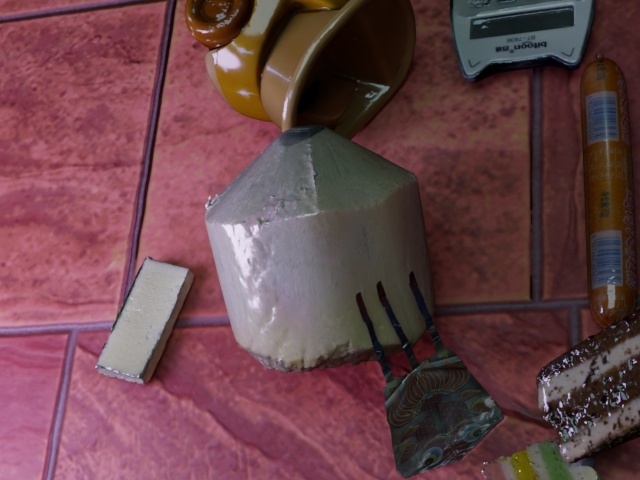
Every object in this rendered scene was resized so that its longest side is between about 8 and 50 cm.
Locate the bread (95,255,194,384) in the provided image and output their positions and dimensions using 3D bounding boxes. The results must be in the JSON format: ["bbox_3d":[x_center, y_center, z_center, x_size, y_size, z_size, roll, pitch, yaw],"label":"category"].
[{"bbox_3d":[-0.207,0.095,1.433,0.068,0.028,0.154,12,68,24],"label":"bread"}]

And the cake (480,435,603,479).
[{"bbox_3d":[0.235,0.283,1.146,0.109,0.090,0.225,-28,58,9],"label":"cake"}]

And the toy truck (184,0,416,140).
[{"bbox_3d":[-0.021,-0.250,1.435,0.211,0.204,0.288,28,76,26],"label":"toy truck"}]

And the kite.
[{"bbox_3d":[0.104,0.130,1.212,0.127,0.229,0.016,-27,24,-14],"label":"kite"}]

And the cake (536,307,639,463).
[{"bbox_3d":[0.329,0.110,1.148,0.246,0.135,0.112,-17,60,-1],"label":"cake"}]

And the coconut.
[{"bbox_3d":[0.000,0.000,1.274,0.239,0.239,0.244,-8,99,16],"label":"coconut"}]

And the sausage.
[{"bbox_3d":[0.312,-0.058,1.307,0.053,0.053,0.348,-5,63,18],"label":"sausage"}]

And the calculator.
[{"bbox_3d":[0.245,-0.306,1.463,0.177,0.040,0.268,-3,63,18],"label":"calculator"}]
